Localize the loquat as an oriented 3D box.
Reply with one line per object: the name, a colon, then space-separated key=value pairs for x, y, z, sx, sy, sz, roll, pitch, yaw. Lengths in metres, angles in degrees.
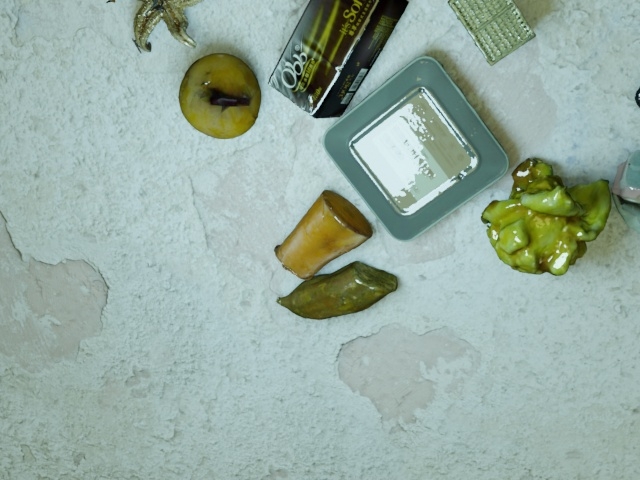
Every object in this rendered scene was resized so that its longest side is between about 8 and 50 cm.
loquat: x=-0.278 y=-0.398 z=1.940 sx=0.234 sy=0.235 sz=0.235 roll=4 pitch=109 yaw=12

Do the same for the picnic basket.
picnic basket: x=0.426 y=-0.559 z=1.763 sx=0.134 sy=0.154 sz=0.196 roll=-35 pitch=101 yaw=16

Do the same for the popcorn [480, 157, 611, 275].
popcorn: x=0.598 y=-0.047 z=1.813 sx=0.325 sy=0.321 sz=0.290 roll=-20 pitch=108 yaw=0

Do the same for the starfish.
starfish: x=-0.439 y=-0.654 z=1.961 sx=0.312 sy=0.113 sz=0.303 roll=44 pitch=109 yaw=6

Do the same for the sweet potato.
sweet potato: x=0.044 y=0.162 z=2.094 sx=0.369 sy=0.158 sz=0.158 roll=-22 pitch=102 yaw=23

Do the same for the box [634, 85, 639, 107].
box: x=1.012 y=-0.352 z=1.728 sx=0.359 sy=0.091 sz=0.350 roll=-42 pitch=96 yaw=21

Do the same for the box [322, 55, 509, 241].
box: x=0.260 y=-0.247 z=1.926 sx=0.396 sy=0.111 sz=0.396 roll=-37 pitch=96 yaw=19

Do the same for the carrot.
carrot: x=0.000 y=0.000 z=2.027 sx=0.196 sy=0.196 sz=0.254 roll=43 pitch=114 yaw=-3

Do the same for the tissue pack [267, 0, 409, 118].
tissue pack: x=0.045 y=-0.508 z=1.828 sx=0.198 sy=0.210 sz=0.370 roll=36 pitch=111 yaw=10

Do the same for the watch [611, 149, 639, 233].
watch: x=0.887 y=-0.095 z=1.790 sx=0.253 sy=0.162 sz=0.241 roll=10 pitch=144 yaw=31
